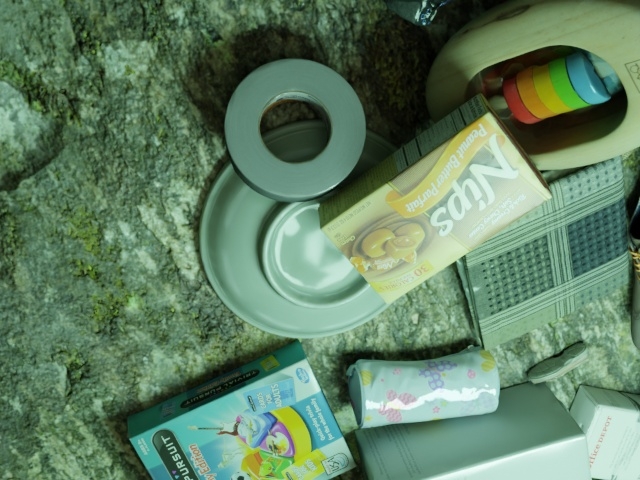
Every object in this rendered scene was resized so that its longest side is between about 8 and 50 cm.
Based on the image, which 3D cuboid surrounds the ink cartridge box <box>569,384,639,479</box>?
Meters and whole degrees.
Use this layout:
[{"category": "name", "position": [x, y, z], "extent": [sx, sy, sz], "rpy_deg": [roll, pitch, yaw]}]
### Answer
[{"category": "ink cartridge box", "position": [0.585, 0.381, 2.091], "extent": [0.218, 0.092, 0.158], "rpy_deg": [11, 109, -18]}]

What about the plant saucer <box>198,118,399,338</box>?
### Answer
[{"category": "plant saucer", "position": [0.000, 0.000, 1.804], "extent": [0.401, 0.100, 0.400], "rpy_deg": [-5, 113, -11]}]

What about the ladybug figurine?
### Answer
[{"category": "ladybug figurine", "position": [0.373, -0.263, 1.653], "extent": [0.449, 0.161, 0.305], "rpy_deg": [-10, 128, 40]}]

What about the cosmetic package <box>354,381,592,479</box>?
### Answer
[{"category": "cosmetic package", "position": [0.276, 0.409, 1.970], "extent": [0.385, 0.217, 0.156], "rpy_deg": [-13, 114, -5]}]

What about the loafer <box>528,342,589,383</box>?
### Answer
[{"category": "loafer", "position": [0.452, 0.240, 2.032], "extent": [0.125, 0.045, 0.039], "rpy_deg": [-30, 122, -2]}]

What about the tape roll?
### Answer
[{"category": "tape roll", "position": [-0.041, -0.170, 1.689], "extent": [0.219, 0.072, 0.219], "rpy_deg": [1, 83, -4]}]

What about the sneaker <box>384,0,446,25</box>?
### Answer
[{"category": "sneaker", "position": [0.194, -0.372, 1.598], "extent": [0.217, 0.079, 0.121], "rpy_deg": [11, 126, 7]}]

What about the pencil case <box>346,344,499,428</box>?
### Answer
[{"category": "pencil case", "position": [0.186, 0.264, 1.945], "extent": [0.273, 0.113, 0.124], "rpy_deg": [-6, 102, -10]}]

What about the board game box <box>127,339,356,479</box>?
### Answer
[{"category": "board game box", "position": [-0.137, 0.362, 1.933], "extent": [0.336, 0.079, 0.253], "rpy_deg": [-25, 115, -2]}]

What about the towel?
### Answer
[{"category": "towel", "position": [0.389, 0.017, 1.882], "extent": [0.324, 0.056, 0.312], "rpy_deg": [-24, 129, -9]}]

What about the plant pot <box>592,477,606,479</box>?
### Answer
[{"category": "plant pot", "position": [0.506, 0.565, 2.076], "extent": [0.294, 0.275, 0.274], "rpy_deg": [27, 105, -5]}]

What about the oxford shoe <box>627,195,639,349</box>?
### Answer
[{"category": "oxford shoe", "position": [0.590, 0.033, 1.917], "extent": [0.133, 0.130, 0.363], "rpy_deg": [-2, 103, -31]}]

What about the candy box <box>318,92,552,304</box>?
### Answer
[{"category": "candy box", "position": [0.176, -0.061, 1.684], "extent": [0.316, 0.087, 0.183], "rpy_deg": [-35, 116, 15]}]

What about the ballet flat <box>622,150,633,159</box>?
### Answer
[{"category": "ballet flat", "position": [0.452, -0.164, 1.843], "extent": [0.206, 0.067, 0.073], "rpy_deg": [-8, 79, -11]}]

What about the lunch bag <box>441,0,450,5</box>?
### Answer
[{"category": "lunch bag", "position": [0.197, -0.461, 1.635], "extent": [0.219, 0.090, 0.176], "rpy_deg": [-20, 118, 16]}]
